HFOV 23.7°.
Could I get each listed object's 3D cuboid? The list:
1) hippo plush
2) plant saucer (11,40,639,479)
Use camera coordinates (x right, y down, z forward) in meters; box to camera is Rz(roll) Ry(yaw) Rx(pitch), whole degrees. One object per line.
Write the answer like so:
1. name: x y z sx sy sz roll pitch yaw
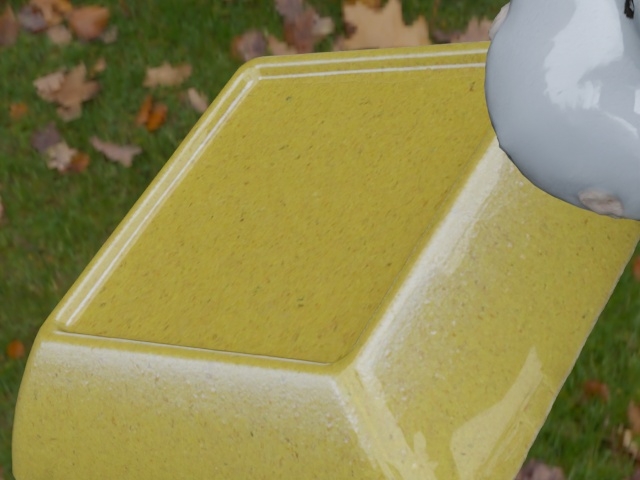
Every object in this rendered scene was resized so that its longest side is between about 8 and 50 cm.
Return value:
1. hippo plush: 0.204 -0.071 0.604 0.236 0.294 0.234 -29 93 -47
2. plant saucer: 0.000 0.000 0.833 0.332 0.081 0.333 2 48 43
